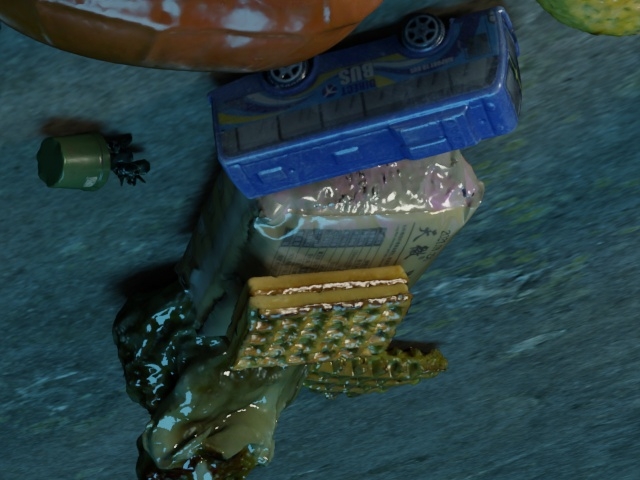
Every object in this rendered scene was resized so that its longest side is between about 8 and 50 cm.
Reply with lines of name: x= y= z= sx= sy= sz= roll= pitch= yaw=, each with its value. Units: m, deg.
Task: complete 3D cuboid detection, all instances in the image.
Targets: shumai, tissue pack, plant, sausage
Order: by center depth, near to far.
sausage: x=-0.084 y=-0.164 z=0.863 sx=0.258 sy=0.133 sz=0.133 roll=2 pitch=155 yaw=-23
plant: x=-0.177 y=-0.064 z=1.168 sx=0.102 sy=0.051 sz=0.051 roll=-3 pitch=161 yaw=-45
tissue pack: x=0.000 y=0.000 z=1.277 sx=0.215 sy=0.123 sz=0.256 roll=-4 pitch=158 yaw=-20
shumai: x=-0.104 y=0.155 z=1.503 sx=0.189 sy=0.218 sz=0.256 roll=-8 pitch=158 yaw=25

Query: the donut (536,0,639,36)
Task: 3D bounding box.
donut: x=0.178 y=-0.218 z=0.839 sx=0.151 sy=0.112 sz=0.295 roll=-1 pitch=155 yaw=-20

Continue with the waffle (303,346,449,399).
waffle: x=0.061 y=0.151 z=1.749 sx=0.192 sy=0.046 sz=0.160 roll=-8 pitch=158 yaw=-2

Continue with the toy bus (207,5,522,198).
toy bus: x=0.036 y=-0.101 z=1.087 sx=0.236 sy=0.094 sz=0.079 roll=-13 pitch=156 yaw=13

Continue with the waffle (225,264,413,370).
waffle: x=-0.003 y=0.066 z=1.220 sx=0.148 sy=0.042 sz=0.102 roll=-5 pitch=149 yaw=-20
